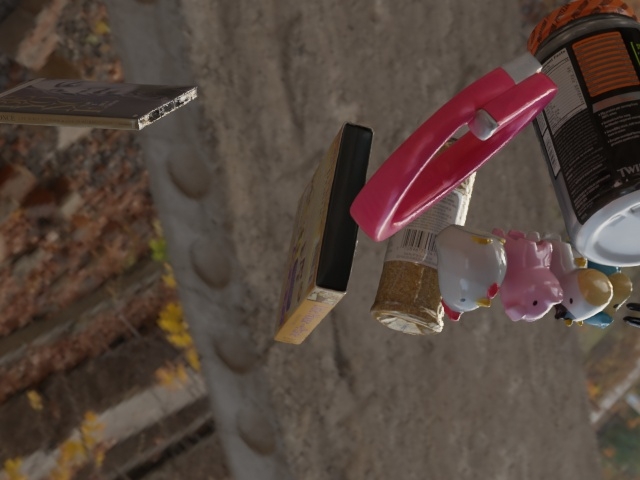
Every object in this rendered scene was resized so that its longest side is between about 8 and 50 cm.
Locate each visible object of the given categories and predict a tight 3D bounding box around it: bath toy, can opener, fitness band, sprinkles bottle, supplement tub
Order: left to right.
[{"bbox_3d":[0.177,-0.030,1.903,0.121,0.121,0.355,72,32,-70],"label":"sprinkles bottle"},{"bbox_3d":[0.144,-0.096,1.242,0.291,0.054,0.209,-32,167,-48],"label":"fitness band"},{"bbox_3d":[0.293,0.059,1.653,0.348,0.151,0.129,6,104,-42],"label":"bath toy"},{"bbox_3d":[0.371,-0.143,1.485,0.193,0.316,0.193,-7,147,-4],"label":"supplement tub"},{"bbox_3d":[0.624,0.144,2.100,0.073,0.186,0.059,168,-60,-73],"label":"can opener"}]

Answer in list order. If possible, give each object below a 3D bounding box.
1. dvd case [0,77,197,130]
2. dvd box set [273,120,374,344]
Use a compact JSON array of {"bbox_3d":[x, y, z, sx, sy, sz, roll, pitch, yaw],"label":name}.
[{"bbox_3d":[-0.273,-0.158,1.341,0.164,0.221,0.018,-49,140,-64],"label":"dvd case"},{"bbox_3d":[0.000,0.000,2.155,0.420,0.062,0.308,124,-23,-69],"label":"dvd box set"}]
